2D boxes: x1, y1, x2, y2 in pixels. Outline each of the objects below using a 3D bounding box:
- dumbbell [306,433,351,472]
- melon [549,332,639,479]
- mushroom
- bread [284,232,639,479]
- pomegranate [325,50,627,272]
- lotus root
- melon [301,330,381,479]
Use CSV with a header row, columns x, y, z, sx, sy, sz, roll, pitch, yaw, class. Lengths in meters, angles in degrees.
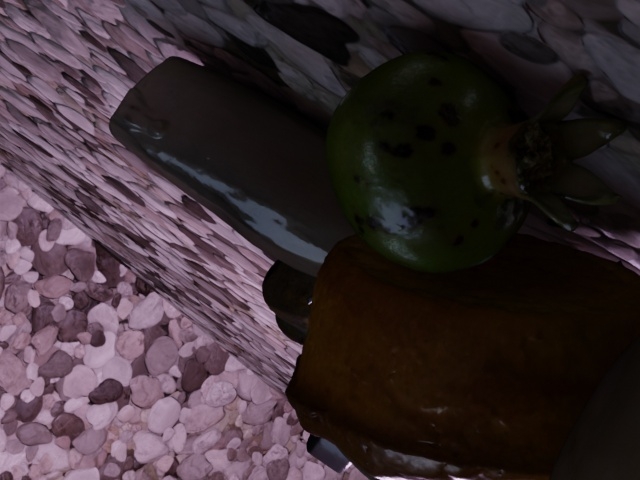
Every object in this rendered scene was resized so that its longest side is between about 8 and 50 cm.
x,y,z,sx,sy,sz,roll,pitch,yaw,class
0.159,0.321,2.104,0.322,0.203,0.204,34,168,2,dumbbell
0.268,0.161,0.887,0.223,0.317,0.223,31,172,5,melon
-0.044,-0.059,1.327,0.407,0.137,0.154,28,157,18,mushroom
0.120,0.091,1.098,0.312,0.172,0.312,4,-167,-1,bread
0.105,-0.059,0.961,0.220,0.156,0.156,-9,145,27,pomegranate
0.008,0.071,1.735,0.241,0.123,0.124,17,132,64,lotus root
0.123,0.155,1.460,0.302,0.237,0.237,34,169,19,melon
